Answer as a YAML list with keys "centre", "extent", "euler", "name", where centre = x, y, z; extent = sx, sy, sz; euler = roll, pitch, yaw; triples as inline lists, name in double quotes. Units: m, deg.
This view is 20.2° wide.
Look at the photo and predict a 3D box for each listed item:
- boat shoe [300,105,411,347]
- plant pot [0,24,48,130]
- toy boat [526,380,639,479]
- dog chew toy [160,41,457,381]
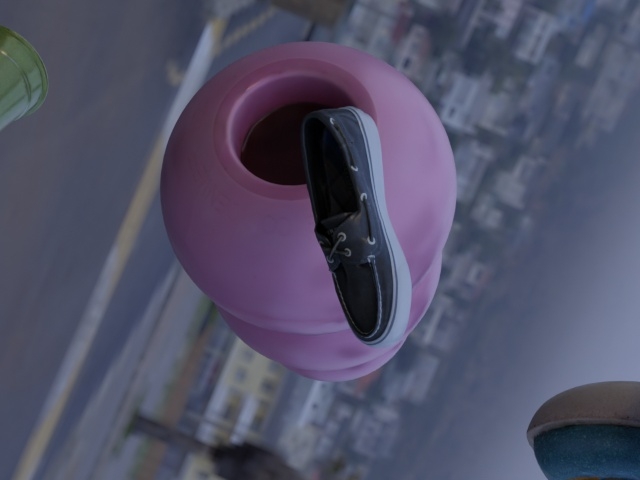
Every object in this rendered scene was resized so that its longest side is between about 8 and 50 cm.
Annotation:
- centre: [0.015, -0.008, 1.028]
  extent: [0.049, 0.040, 0.142]
  euler: [-19, -104, 42]
  name: "boat shoe"
- centre: [-0.252, -0.103, 1.309]
  extent: [0.079, 0.083, 0.083]
  euler: [-64, 179, -49]
  name: "plant pot"
- centre: [0.311, 0.188, 1.548]
  extent: [0.318, 0.268, 0.148]
  euler: [91, 15, -61]
  name: "toy boat"
- centre: [0.000, 0.000, 1.324]
  extent: [0.332, 0.207, 0.206]
  euler: [77, 32, -63]
  name: "dog chew toy"
